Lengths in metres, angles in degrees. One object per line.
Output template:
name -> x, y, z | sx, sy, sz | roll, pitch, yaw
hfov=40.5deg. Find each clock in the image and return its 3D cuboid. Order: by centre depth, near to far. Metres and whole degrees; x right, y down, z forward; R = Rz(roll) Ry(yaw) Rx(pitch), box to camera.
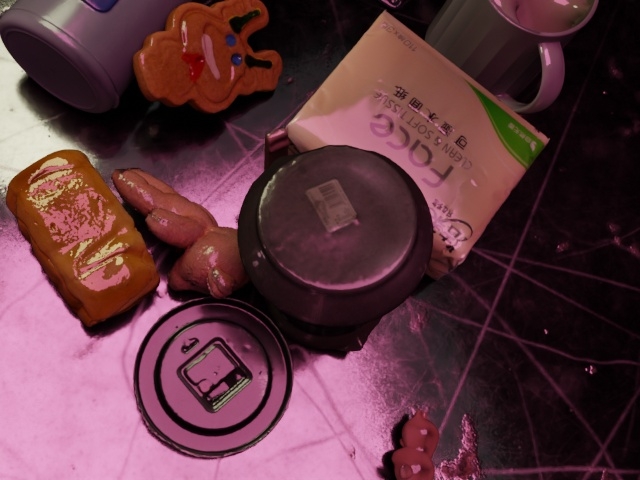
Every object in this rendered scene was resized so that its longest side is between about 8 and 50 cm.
clock -> -0.187, 0.238, 1.511 | 0.281, 0.055, 0.280 | 3, 74, -11

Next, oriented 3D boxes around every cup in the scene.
cup -> 0.363, -0.380, 1.667 | 0.237, 0.327, 0.322 | -8, 75, -15

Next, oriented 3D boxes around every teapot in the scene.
teapot -> 0.000, 0.000, 1.463 | 0.306, 0.361, 0.376 | -24, 71, -13

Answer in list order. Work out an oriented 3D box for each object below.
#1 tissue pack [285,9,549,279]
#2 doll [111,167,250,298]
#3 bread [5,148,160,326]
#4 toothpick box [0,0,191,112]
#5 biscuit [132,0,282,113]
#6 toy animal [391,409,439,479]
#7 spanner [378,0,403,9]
tissue pack -> 0.171, -0.177, 1.632 | 0.405, 0.205, 0.331 | 38, 74, 1
doll -> -0.255, -0.003, 1.528 | 0.303, 0.201, 0.156 | 37, 106, 5
bread -> -0.410, -0.003, 1.493 | 0.167, 0.132, 0.294 | -31, 83, -24
toothpick box -> -0.374, -0.434, 1.558 | 0.263, 0.263, 0.354 | 33, 69, -1
biscuit -> -0.197, -0.339, 1.590 | 0.334, 0.047, 0.201 | -28, 111, -42
toy animal -> 0.170, 0.375, 1.535 | 0.084, 0.089, 0.150 | 10, 63, -6
spanner -> 0.034, -0.571, 1.814 | 0.316, 0.024, 0.087 | 32, 72, -3
